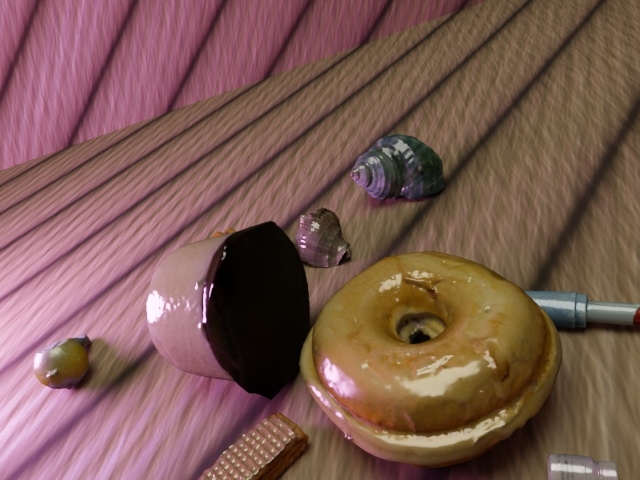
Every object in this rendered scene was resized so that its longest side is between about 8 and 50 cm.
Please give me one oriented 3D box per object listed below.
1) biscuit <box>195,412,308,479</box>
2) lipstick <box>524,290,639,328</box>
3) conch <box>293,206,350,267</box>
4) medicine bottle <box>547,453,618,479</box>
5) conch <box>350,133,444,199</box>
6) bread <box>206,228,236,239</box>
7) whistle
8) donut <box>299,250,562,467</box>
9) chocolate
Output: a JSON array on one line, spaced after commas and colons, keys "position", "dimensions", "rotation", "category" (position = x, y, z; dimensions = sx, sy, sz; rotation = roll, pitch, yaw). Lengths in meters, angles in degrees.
[{"position": [-0.180, 0.432, 0.899], "dimensions": [0.378, 0.054, 0.094], "rotation": [-38, 38, -28], "category": "biscuit"}, {"position": [0.489, 0.130, 1.007], "dimensions": [0.274, 0.061, 0.068], "rotation": [2, 36, 29], "category": "lipstick"}, {"position": [0.000, 0.000, 1.446], "dimensions": [0.155, 0.130, 0.207], "rotation": [-51, 58, 10], "category": "conch"}, {"position": [0.369, 0.332, 0.772], "dimensions": [0.089, 0.052, 0.052], "rotation": [-3, 35, 23], "category": "medicine bottle"}, {"position": [0.208, -0.202, 1.568], "dimensions": [0.277, 0.195, 0.220], "rotation": [-3, 57, -23], "category": "conch"}, {"position": [-0.287, 0.031, 1.508], "dimensions": [0.177, 0.084, 0.119], "rotation": [-38, -5, -33], "category": "bread"}, {"position": [-0.607, 0.286, 1.317], "dimensions": [0.122, 0.123, 0.223], "rotation": [-21, 11, -3], "category": "whistle"}, {"position": [0.176, 0.189, 0.951], "dimensions": [0.448, 0.198, 0.449], "rotation": [-13, 32, 8], "category": "donut"}, {"position": [-0.206, 0.145, 1.119], "dimensions": [0.297, 0.314, 0.326], "rotation": [-11, 13, 22], "category": "chocolate"}]
